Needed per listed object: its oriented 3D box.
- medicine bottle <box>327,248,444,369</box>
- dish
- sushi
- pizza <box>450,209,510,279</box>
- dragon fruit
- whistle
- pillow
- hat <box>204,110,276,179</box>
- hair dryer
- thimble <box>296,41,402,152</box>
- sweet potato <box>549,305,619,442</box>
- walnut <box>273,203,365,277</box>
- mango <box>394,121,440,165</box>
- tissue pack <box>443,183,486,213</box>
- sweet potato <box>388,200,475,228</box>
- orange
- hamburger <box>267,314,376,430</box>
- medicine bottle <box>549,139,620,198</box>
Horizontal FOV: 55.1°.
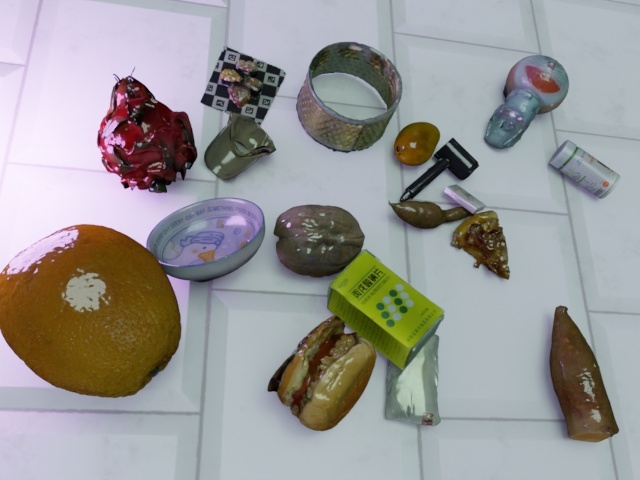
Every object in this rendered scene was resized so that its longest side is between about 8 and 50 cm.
[{"bbox_3d":[0.148,0.159,1.429,0.250,0.141,0.137,37,65,20],"label":"medicine bottle"},{"bbox_3d":[-0.248,0.025,1.418,0.273,0.134,0.273,-9,34,6],"label":"dish"},{"bbox_3d":[-0.208,-0.433,1.672,0.192,0.040,0.210,21,65,-4],"label":"sushi"},{"bbox_3d":[0.446,0.018,1.618,0.154,0.069,0.194,-26,74,-22],"label":"pizza"},{"bbox_3d":[-0.409,-0.257,1.440,0.233,0.234,0.293,-5,104,-15],"label":"dragon fruit"},{"bbox_3d":[0.603,-0.412,1.792,0.189,0.189,0.348,37,75,4],"label":"whistle"},{"bbox_3d":[0.220,0.318,1.451,0.128,0.051,0.229,5,65,0],"label":"pillow"},{"bbox_3d":[-0.217,-0.237,1.582,0.175,0.085,0.147,-42,93,-2],"label":"hat"},{"bbox_3d":[0.317,-0.172,1.674,0.248,0.070,0.114,-41,81,-20],"label":"hair dryer"},{"bbox_3d":[0.074,-0.390,1.659,0.270,0.150,0.271,5,67,-11],"label":"thimble"},{"bbox_3d":[0.621,0.321,1.503,0.131,0.131,0.337,-6,68,-15],"label":"sweet potato"},{"bbox_3d":[0.001,-0.001,1.476,0.230,0.178,0.178,-4,69,-19],"label":"walnut"},{"bbox_3d":[0.265,-0.272,1.692,0.111,0.089,0.163,35,54,-10],"label":"mango"},{"bbox_3d":[0.390,-0.114,1.659,0.056,0.023,0.108,-18,49,-44],"label":"tissue pack"},{"bbox_3d":[0.295,-0.065,1.622,0.269,0.075,0.075,2,67,-24],"label":"sweet potato"},{"bbox_3d":[-0.452,0.144,1.231,0.322,0.322,0.357,-42,91,-24],"label":"orange"},{"bbox_3d":[0.014,0.289,1.319,0.163,0.244,0.244,41,65,17],"label":"hamburger"},{"bbox_3d":[0.766,-0.206,1.779,0.183,0.086,0.086,36,65,3],"label":"medicine bottle"}]
